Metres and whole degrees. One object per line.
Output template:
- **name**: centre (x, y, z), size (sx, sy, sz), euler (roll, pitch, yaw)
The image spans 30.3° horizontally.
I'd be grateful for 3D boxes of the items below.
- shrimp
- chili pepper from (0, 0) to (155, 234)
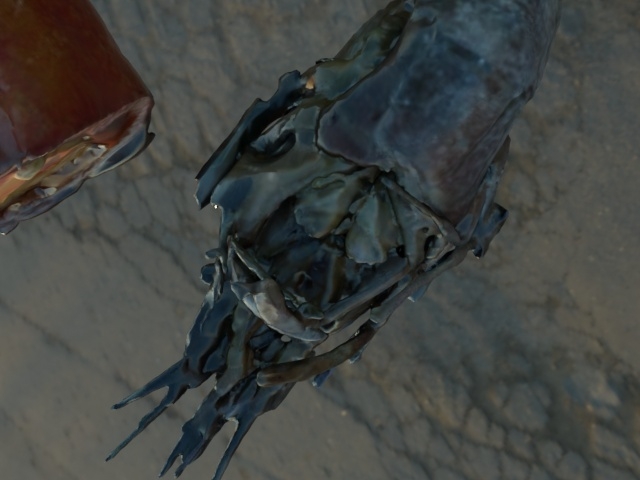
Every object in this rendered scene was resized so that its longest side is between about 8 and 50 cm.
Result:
- **shrimp**: centre (0.003, 0.001, 0.574), size (0.343, 0.116, 0.145), euler (-55, 26, 12)
- **chili pepper**: centre (-0.308, -0.143, 0.913), size (0.251, 0.229, 0.305), euler (-40, 82, 23)
